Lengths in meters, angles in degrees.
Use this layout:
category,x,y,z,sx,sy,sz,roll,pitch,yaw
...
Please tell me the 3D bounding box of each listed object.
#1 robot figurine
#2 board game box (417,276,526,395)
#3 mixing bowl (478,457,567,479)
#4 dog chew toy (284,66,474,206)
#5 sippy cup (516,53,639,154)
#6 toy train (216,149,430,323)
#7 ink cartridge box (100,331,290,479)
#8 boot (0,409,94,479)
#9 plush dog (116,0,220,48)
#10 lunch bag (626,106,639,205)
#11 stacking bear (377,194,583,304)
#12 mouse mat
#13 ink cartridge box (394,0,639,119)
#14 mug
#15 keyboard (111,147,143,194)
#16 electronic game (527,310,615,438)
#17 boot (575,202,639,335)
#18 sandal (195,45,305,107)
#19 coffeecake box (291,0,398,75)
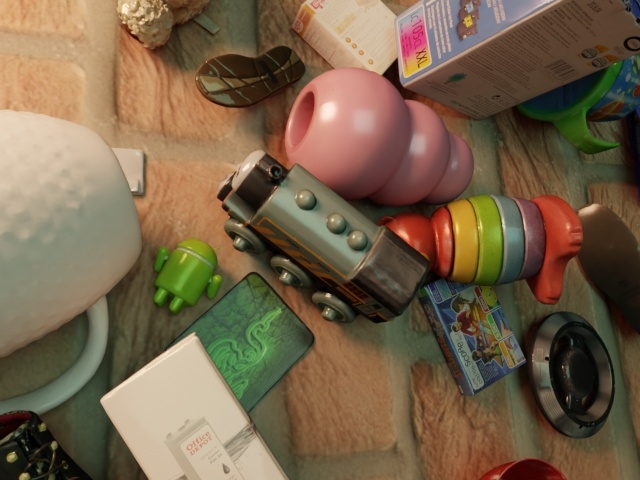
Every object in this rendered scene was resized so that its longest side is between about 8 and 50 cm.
category,x,y,z,sx,sy,sz,roll,pitch,yaw
robot figurine,-0.192,0.048,0.709,0.101,0.067,0.115,26,67,0
board game box,0.267,0.151,0.881,0.136,0.035,0.201,-20,84,-25
mixing bowl,0.305,0.435,0.786,0.181,0.098,0.181,6,74,-19
dog chew toy,0.113,-0.147,0.818,0.332,0.207,0.206,15,71,-26
sippy cup,0.560,-0.349,1.039,0.224,0.240,0.305,3,114,-32
toy train,0.000,0.000,0.730,0.334,0.190,0.142,39,65,-8
ink cartridge box,-0.129,0.262,0.599,0.117,0.207,0.283,-33,89,-20
boot,-0.261,0.270,0.514,0.085,0.236,0.178,-47,122,-50
plush dog,-0.216,-0.455,0.745,0.211,0.225,0.262,-14,81,-24
lunch bag,0.839,-0.234,1.129,0.221,0.138,0.293,-1,65,8
stacking bear,0.239,0.005,0.824,0.289,0.175,0.164,-2,40,1
mouse mat,-0.115,0.158,0.745,0.152,0.007,0.190,48,66,-4
ink cartridge box,0.361,-0.363,0.822,0.270,0.395,0.151,5,76,-43
mug,-0.378,0.041,0.553,0.328,0.276,0.374,-22,115,-32
keyboard,-0.387,-0.105,0.706,0.256,0.014,0.072,1,71,-22
electronic game,0.471,0.247,0.928,0.229,0.048,0.229,8,73,-28
boot,0.627,0.058,1.032,0.115,0.112,0.305,-19,78,-55
sandal,-0.116,-0.271,0.834,0.219,0.060,0.090,-39,98,-40
coffeecake box,0.064,-0.389,0.925,0.185,0.068,0.142,42,65,-7
